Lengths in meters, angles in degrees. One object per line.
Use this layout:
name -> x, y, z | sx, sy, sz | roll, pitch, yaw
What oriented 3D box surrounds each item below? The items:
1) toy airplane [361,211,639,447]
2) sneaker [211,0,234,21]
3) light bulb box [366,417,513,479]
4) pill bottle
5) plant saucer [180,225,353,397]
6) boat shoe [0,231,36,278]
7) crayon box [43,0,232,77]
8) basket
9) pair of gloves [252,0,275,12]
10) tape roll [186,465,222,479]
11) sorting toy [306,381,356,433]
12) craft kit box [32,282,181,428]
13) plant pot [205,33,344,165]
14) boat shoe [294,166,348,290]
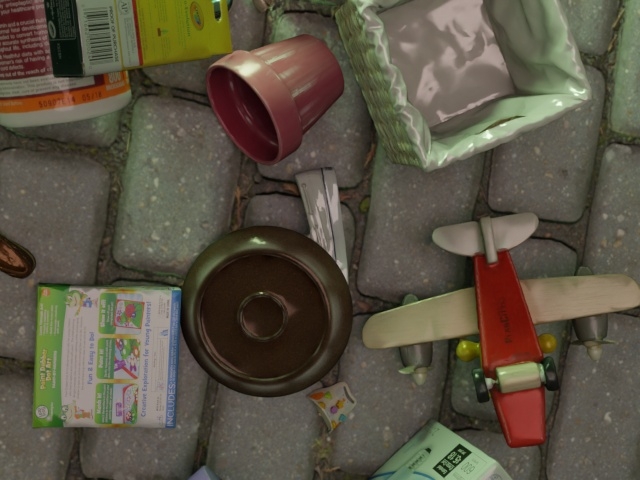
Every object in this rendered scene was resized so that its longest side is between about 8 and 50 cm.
toy airplane -> 0.323, 0.142, 2.001 | 0.386, 0.272, 0.384 | 32, 74, 23
sneaker -> -0.274, -0.454, 1.868 | 0.283, 0.122, 0.110 | 16, 91, -13
light bulb box -> 0.183, 0.539, 1.922 | 0.361, 0.358, 0.225 | -42, 99, -8
pill bottle -> -0.439, -0.391, 1.759 | 0.224, 0.224, 0.392 | -11, 106, -11
plant saucer -> -0.099, 0.130, 1.942 | 0.311, 0.050, 0.310 | 1, 98, 4
boat shoe -> -0.562, 0.006, 1.871 | 0.178, 0.060, 0.064 | 32, 87, -13
crayon box -> -0.278, -0.368, 1.717 | 0.318, 0.081, 0.202 | -18, 109, -48
basket -> 0.229, -0.326, 1.915 | 0.328, 0.266, 0.331 | -24, 100, -10
pair of gloves -> -0.114, -0.507, 1.851 | 0.204, 0.240, 0.042 | 39, 51, -12
tape roll -> -0.143, 0.517, 1.890 | 0.090, 0.275, 0.275 | -40, 101, -6
sorting toy -> 0.029, 0.300, 2.038 | 0.075, 0.045, 0.083 | -36, 101, -27
craft kit box -> -0.372, 0.202, 1.932 | 0.247, 0.061, 0.249 | 3, 93, -15
plant pot -> -0.067, -0.257, 1.903 | 0.180, 0.201, 0.201 | -36, 101, -23
boat shoe -> 0.000, 0.000, 1.987 | 0.084, 0.095, 0.258 | -7, 88, -3
